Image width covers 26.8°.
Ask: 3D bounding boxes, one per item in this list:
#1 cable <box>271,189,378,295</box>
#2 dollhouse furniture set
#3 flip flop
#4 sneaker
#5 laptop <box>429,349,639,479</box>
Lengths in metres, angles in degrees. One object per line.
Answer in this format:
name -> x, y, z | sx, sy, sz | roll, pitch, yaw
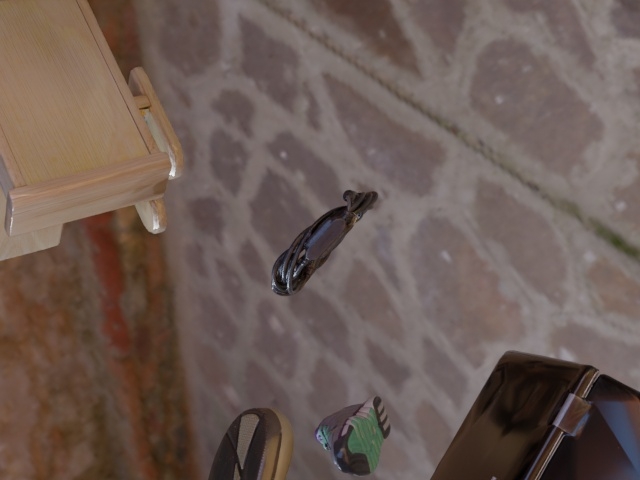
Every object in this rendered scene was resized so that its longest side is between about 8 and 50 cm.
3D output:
cable -> 0.000, 0.000, 1.754 | 0.047, 0.150, 0.184 | 41, 109, 3
dollhouse furniture set -> -0.324, -0.060, 1.538 | 0.256, 0.362, 0.394 | 63, 152, 23
flip flop -> -0.067, 0.272, 1.137 | 0.112, 0.080, 0.277 | 33, 108, 55
sneaker -> 0.031, 0.287, 1.902 | 0.098, 0.224, 0.083 | -16, 93, 17
laptop -> 0.206, 0.320, 1.111 | 0.236, 0.382, 0.408 | 32, 175, -5
